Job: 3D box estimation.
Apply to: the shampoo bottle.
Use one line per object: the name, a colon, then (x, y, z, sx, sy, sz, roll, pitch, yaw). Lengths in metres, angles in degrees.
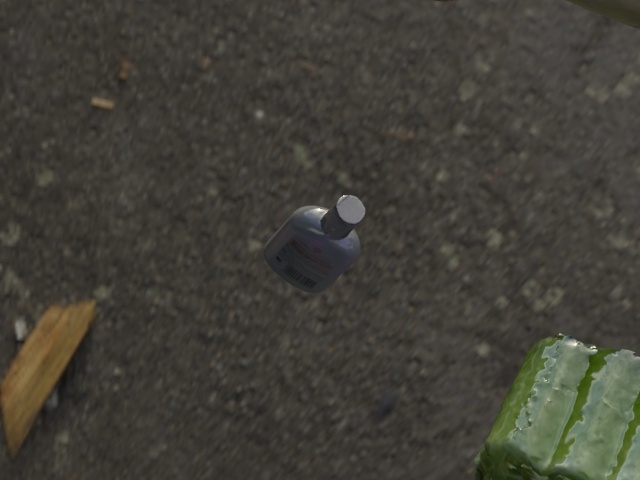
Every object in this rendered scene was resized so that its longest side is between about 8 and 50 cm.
shampoo bottle: (0.000, 0.000, 1.721, 0.080, 0.165, 0.040, 36, 59, -4)

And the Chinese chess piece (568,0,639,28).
Chinese chess piece: (0.137, -0.148, 0.460, 0.257, 0.257, 0.104, 17, 68, -6)

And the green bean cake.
green bean cake: (0.197, 0.165, 1.021, 0.200, 0.214, 0.113, 13, 55, 21)
